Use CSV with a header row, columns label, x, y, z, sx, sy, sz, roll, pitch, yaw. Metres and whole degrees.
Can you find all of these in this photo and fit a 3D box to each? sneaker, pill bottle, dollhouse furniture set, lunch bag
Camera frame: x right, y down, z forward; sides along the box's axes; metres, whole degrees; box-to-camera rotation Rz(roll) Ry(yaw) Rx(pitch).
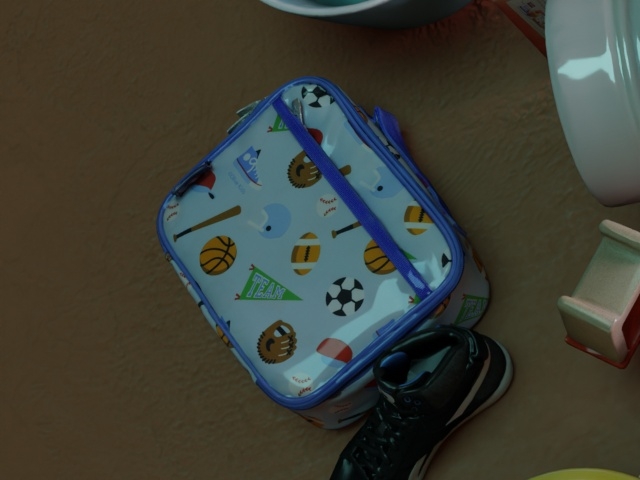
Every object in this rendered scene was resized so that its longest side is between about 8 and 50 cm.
label,x,y,z,sx,sy,sz,roll,pitch,yaw
sneaker,0.058,0.151,1.540,0.217,0.121,0.079,-48,55,7
pill bottle,0.387,-0.155,1.373,0.392,0.224,0.224,-12,67,22
dollhouse furniture set,0.319,0.082,1.356,0.259,0.135,0.262,26,82,27
lunch bag,0.000,0.000,1.638,0.243,0.115,0.303,-41,58,8

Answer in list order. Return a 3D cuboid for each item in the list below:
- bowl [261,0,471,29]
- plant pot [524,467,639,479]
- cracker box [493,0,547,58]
label,x,y,z,sx,sy,sz,roll,pitch,yaw
bowl,0.068,-0.323,1.684,0.311,0.163,0.311,-11,68,27
plant pot,0.177,0.285,1.352,0.254,0.239,0.254,-10,68,27
cracker box,0.277,-0.235,1.535,0.232,0.156,0.067,-17,64,24
